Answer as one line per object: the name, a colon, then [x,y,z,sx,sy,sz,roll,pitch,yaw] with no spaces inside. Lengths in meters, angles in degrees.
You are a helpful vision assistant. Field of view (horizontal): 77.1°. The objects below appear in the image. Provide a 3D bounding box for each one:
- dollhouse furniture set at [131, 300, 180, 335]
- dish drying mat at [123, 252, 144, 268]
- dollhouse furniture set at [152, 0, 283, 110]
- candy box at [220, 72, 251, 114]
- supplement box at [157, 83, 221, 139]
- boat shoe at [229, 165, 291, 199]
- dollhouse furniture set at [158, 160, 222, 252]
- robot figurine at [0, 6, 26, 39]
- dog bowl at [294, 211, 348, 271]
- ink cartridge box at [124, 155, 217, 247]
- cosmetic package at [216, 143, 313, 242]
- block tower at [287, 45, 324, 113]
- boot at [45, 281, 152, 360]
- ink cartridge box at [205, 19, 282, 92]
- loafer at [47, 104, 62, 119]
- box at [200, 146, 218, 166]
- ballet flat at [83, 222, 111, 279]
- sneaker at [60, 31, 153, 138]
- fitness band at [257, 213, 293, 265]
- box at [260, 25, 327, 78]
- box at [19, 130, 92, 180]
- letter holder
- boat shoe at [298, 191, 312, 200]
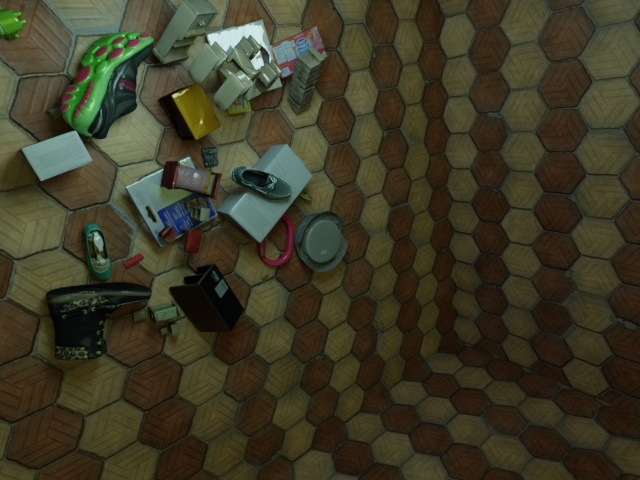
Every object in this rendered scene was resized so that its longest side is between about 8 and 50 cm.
dollhouse furniture set: [-0.735,0.383,1.824,0.182,0.101,0.161,-14,108,-35]
dish drying mat: [-0.814,0.087,1.754,0.083,0.008,0.032,-38,120,-24]
dollhouse furniture set: [-0.421,-0.702,1.607,0.394,0.256,0.362,47,35,-12]
candy box: [-0.383,-0.681,1.811,0.105,0.027,0.206,-13,113,-11]
supplement box: [-0.552,-0.539,1.693,0.129,0.194,0.191,-38,121,-24]
boat shoe: [-0.256,-0.259,1.848,0.319,0.099,0.116,18,87,-36]
dollhouse furniture set: [-0.573,-0.135,1.715,0.201,0.152,0.374,9,95,-40]
robot figurine: [-1.051,-0.726,1.341,0.115,0.067,0.101,-38,133,-25]
dog bowl: [0.000,0.000,2.312,0.349,0.102,0.349,-10,106,-36]
ink cartridge box: [-0.655,-0.174,1.783,0.307,0.072,0.304,-34,120,-26]
cosmetic package: [-0.271,-0.239,2.004,0.453,0.161,0.230,-53,124,-16]
block tower: [-0.079,-0.768,1.949,0.097,0.335,0.091,-39,82,-26]
boot: [-0.902,0.327,1.657,0.377,0.138,0.284,-1,100,-34]
ink cartridge box: [-0.345,-0.810,1.830,0.261,0.066,0.296,-22,115,-13]
loafer: [-0.945,-0.489,1.501,0.125,0.045,0.039,-29,133,-24]
box: [-0.515,-0.390,1.871,0.067,0.018,0.083,-20,112,-34]
ballet flat: [-0.901,0.054,1.627,0.083,0.087,0.247,-17,111,-35]
sneaker: [-0.792,-0.600,1.535,0.202,0.185,0.483,75,38,-68]
fitness band: [-0.240,-0.005,2.158,0.209,0.054,0.291,-7,105,-40]
box: [-0.137,-0.912,1.966,0.300,0.142,0.154,-38,121,-26]
box: [-0.950,-0.306,1.444,0.182,0.181,0.119,-33,118,-28]
letter holder: [-0.549,0.285,1.936,0.302,0.214,0.152,65,30,-28]
boat shoe: [-0.104,-0.260,2.202,0.153,0.056,0.048,19,93,-32]
